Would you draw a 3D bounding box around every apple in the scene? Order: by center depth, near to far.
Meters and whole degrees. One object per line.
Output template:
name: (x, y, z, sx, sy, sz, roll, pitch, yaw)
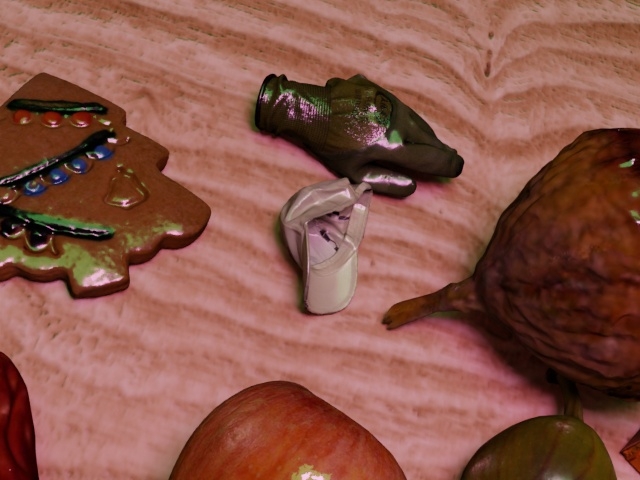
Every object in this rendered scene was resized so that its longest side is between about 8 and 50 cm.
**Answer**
apple: (-0.028, 0.230, 0.730, 0.211, 0.211, 0.188, 39, 80, 10)

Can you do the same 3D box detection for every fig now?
fig: (0.243, 0.226, 0.865, 0.151, 0.151, 0.259, 41, 40, 12)
fig: (0.245, 0.051, 0.905, 0.369, 0.286, 0.286, -21, 61, 11)

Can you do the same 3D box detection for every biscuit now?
biscuit: (-0.283, -0.072, 0.947, 0.278, 0.043, 0.301, -16, 64, -23)

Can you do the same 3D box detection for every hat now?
hat: (0.004, 0.004, 0.972, 0.122, 0.081, 0.166, 23, 63, -49)

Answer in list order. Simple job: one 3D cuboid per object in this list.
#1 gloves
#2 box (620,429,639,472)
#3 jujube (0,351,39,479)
gloves: (0.051, -0.134, 1.047, 0.268, 0.107, 0.135, 16, 87, -8)
box: (0.467, 0.265, 0.927, 0.152, 0.070, 0.237, -35, 71, -30)
jujube: (-0.310, 0.196, 0.715, 0.155, 0.155, 0.230, 1, 49, -15)
